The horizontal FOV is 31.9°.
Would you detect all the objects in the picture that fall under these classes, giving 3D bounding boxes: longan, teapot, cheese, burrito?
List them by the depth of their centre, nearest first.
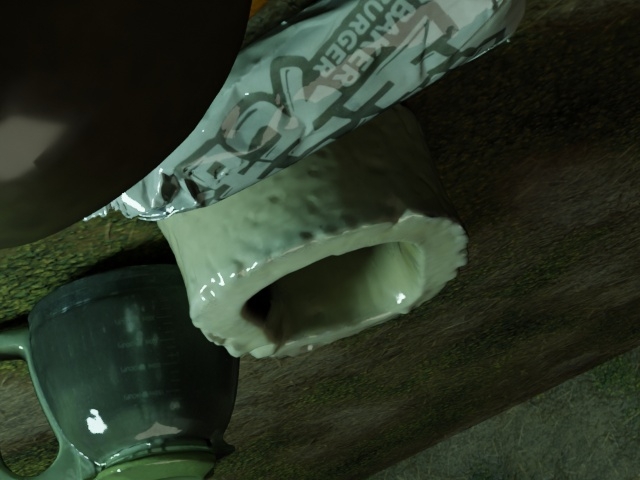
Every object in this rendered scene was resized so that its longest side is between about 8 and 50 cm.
[{"bbox_3d":[-0.167,-0.138,0.592,0.243,0.300,0.300,18,165,17],"label":"longan"},{"bbox_3d":[-0.023,-0.126,0.953,0.445,0.101,0.139,-30,161,17],"label":"burrito"},{"bbox_3d":[-0.003,-0.001,1.183,0.292,0.153,0.332,-22,156,4],"label":"cheese"},{"bbox_3d":[-0.234,0.167,1.245,0.321,0.239,0.239,5,151,-34],"label":"teapot"}]

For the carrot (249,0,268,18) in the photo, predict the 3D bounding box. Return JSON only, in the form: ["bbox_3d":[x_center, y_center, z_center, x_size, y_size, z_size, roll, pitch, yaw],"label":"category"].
[{"bbox_3d":[-0.049,-0.200,0.825,0.248,0.059,0.059,-35,153,26],"label":"carrot"}]
